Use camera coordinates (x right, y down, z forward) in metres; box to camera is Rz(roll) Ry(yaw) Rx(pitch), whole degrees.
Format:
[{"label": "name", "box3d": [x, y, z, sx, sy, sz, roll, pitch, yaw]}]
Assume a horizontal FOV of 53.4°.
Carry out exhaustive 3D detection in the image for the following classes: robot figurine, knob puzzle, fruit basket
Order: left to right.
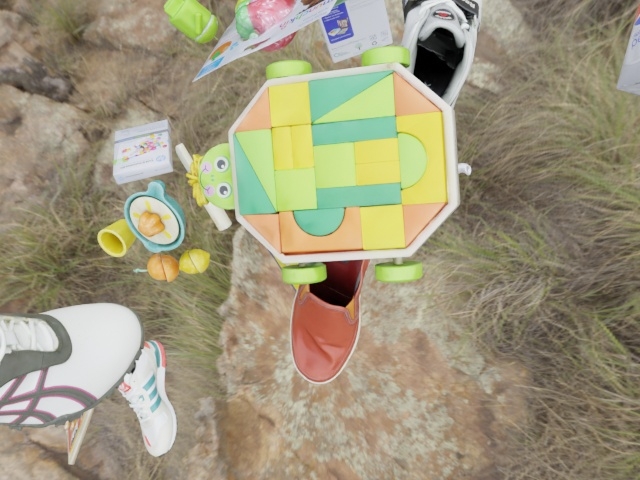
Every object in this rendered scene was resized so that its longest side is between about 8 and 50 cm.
[{"label": "knob puzzle", "box3d": [-0.500, 0.323, 1.301, 0.030, 0.213, 0.213, 13, 79, -29]}, {"label": "robot figurine", "box3d": [-0.256, -0.444, 1.278, 0.115, 0.101, 0.067, 33, 107, -32]}, {"label": "fruit basket", "box3d": [-0.078, -0.466, 1.213, 0.165, 0.327, 0.353, 54, 41, -28]}]

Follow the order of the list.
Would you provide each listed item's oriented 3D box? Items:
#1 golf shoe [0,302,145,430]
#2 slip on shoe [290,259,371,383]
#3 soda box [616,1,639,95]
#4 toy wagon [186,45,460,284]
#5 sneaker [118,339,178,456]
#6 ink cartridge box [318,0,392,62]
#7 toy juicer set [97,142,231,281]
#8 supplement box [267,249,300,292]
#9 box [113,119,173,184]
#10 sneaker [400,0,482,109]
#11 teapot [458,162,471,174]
[{"label": "golf shoe", "box3d": [-0.264, 0.106, 0.542, 0.273, 0.120, 0.105, -19, 64, -43]}, {"label": "slip on shoe", "box3d": [0.013, 0.094, 1.014, 0.123, 0.101, 0.331, 20, 115, 11]}, {"label": "soda box", "box3d": [0.548, -0.359, 0.958, 0.098, 0.091, 0.286, 14, 91, -7]}, {"label": "toy wagon", "box3d": [-0.012, -0.081, 0.762, 0.345, 0.068, 0.267, -3, 94, 16]}, {"label": "sneaker", "box3d": [-0.241, 0.207, 0.845, 0.057, 0.075, 0.161, -27, 63, 28]}, {"label": "ink cartridge box", "box3d": [0.065, -0.570, 1.506, 0.166, 0.332, 0.065, -16, 65, 7]}, {"label": "toy juicer set", "box3d": [-0.299, -0.017, 1.268, 0.209, 0.329, 0.089, 45, 38, -10]}, {"label": "supplement box", "box3d": [0.000, 0.000, 1.755, 0.194, 0.356, 0.195, -31, 81, -19]}, {"label": "box", "box3d": [-0.458, -0.231, 1.644, 0.145, 0.038, 0.186, -13, 47, -1]}, {"label": "sneaker", "box3d": [0.170, -0.293, 0.874, 0.123, 0.146, 0.330, 11, 80, -3]}, {"label": "teapot", "box3d": [0.301, -0.282, 1.908, 0.256, 0.187, 0.252, 27, 37, -14]}]
